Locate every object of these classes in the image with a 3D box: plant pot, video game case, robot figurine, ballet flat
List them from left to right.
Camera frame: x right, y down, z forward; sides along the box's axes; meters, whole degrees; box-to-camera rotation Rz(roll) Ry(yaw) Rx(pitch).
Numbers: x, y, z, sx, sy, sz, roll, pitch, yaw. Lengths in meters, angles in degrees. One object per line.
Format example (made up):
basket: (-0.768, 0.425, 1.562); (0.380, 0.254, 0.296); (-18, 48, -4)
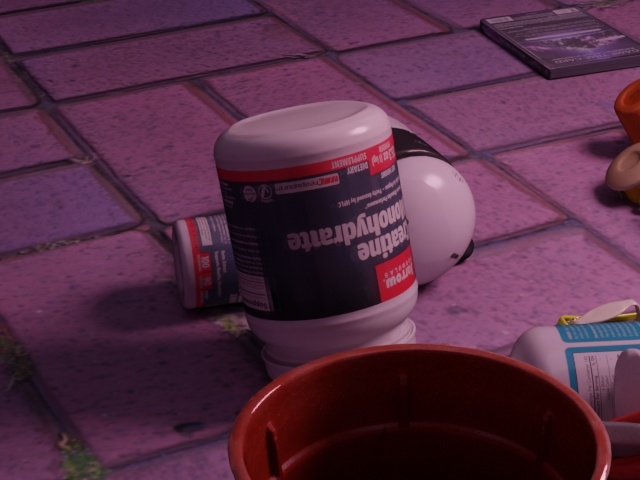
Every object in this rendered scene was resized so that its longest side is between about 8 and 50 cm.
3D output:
robot figurine: (0.077, -0.052, 1.854); (0.209, 0.174, 0.278); (-14, 29, -18)
plant pot: (0.074, 0.259, 1.123); (0.272, 0.265, 0.272); (-2, 26, 1)
video game case: (0.419, -0.343, 2.577); (0.196, 0.026, 0.274); (-10, 29, -17)
ballet flat: (0.359, 0.097, 1.641); (0.231, 0.077, 0.077); (-7, 27, -12)

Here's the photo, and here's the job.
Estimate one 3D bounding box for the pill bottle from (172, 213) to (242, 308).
pill bottle: (-0.081, 0.018, 1.785); (0.180, 0.108, 0.108); (-7, 27, -11)

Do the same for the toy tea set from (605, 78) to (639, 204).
toy tea set: (0.499, -0.120, 2.039); (0.200, 0.124, 0.336); (-25, 32, 35)

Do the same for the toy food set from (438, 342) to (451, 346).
toy food set: (0.063, 0.165, 1.576); (0.192, 0.039, 0.132); (-12, 21, -6)

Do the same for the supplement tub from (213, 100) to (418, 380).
supplement tub: (0.000, 0.000, 1.598); (0.191, 0.272, 0.191); (-10, 15, 3)

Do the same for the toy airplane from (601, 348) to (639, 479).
toy airplane: (0.353, 0.145, 1.201); (0.272, 0.384, 0.386); (29, 15, -51)

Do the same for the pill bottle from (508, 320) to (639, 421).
pill bottle: (0.279, 0.152, 1.459); (0.264, 0.146, 0.146); (-2, 27, -2)
